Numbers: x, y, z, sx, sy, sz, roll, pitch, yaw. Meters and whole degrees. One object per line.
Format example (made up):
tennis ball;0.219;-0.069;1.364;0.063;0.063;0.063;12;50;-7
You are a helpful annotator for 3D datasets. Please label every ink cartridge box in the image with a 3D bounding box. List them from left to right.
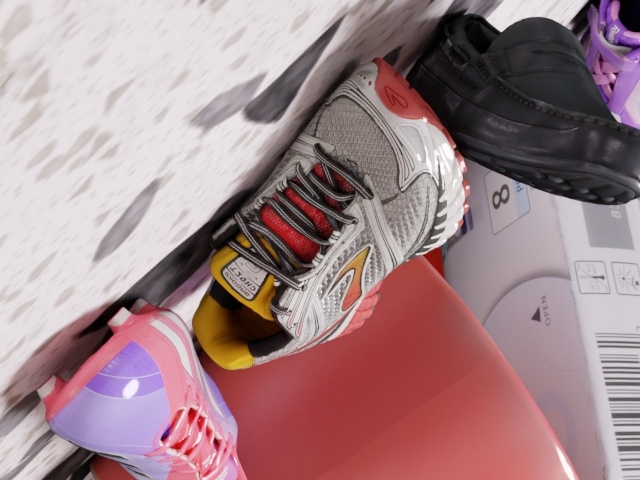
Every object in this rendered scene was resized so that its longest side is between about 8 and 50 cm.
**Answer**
ink cartridge box;0.123;0.110;1.313;0.091;0.308;0.385;3;156;-30

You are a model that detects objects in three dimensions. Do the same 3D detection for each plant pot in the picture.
plant pot;0.002;0.156;1.071;0.243;0.275;0.275;-33;170;-8

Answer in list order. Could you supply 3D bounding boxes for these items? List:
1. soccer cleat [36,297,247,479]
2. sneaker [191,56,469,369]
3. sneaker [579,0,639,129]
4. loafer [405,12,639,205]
soccer cleat;-0.080;0.095;0.854;0.083;0.095;0.248;-44;172;-8
sneaker;0.000;0.000;0.816;0.093;0.088;0.225;-28;159;-34
sneaker;0.236;-0.150;1.241;0.104;0.095;0.236;-27;157;-44
loafer;0.098;-0.070;0.796;0.078;0.076;0.223;-68;-159;6
